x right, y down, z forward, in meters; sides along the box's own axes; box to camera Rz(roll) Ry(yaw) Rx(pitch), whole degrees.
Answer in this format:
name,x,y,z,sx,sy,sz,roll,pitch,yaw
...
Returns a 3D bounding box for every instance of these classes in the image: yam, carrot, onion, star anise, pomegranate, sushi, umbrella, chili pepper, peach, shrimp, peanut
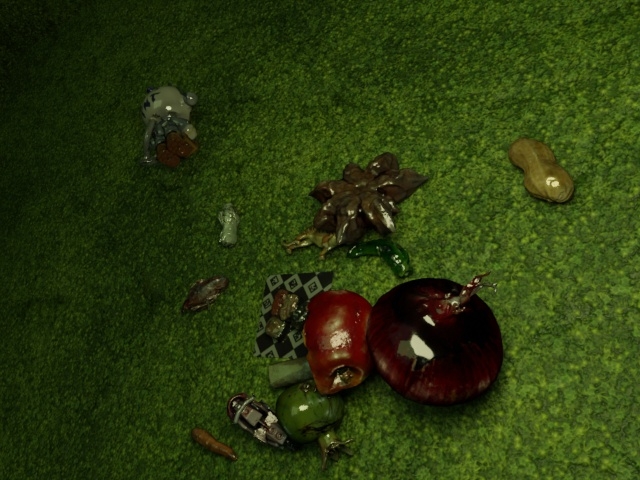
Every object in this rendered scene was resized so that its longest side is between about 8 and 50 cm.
name,x,y,z,sx,sy,sz,roll,pitch,yaw
yam,-0.047,0.311,1.266,0.170,0.068,0.068,-18,59,25
carrot,-0.271,0.518,1.342,0.165,0.036,0.035,16,78,36
onion,0.226,0.171,1.020,0.273,0.285,0.273,6,45,-6
star anise,0.116,-0.102,1.299,0.316,0.108,0.315,-17,37,13
pomegranate,-0.009,0.397,1.152,0.152,0.131,0.191,-19,67,-19
sushi,-0.085,0.186,1.364,0.220,0.047,0.231,-6,65,32
umbrella,-0.277,-0.048,1.598,0.062,0.067,0.143,132,137,-63
chili pepper,0.148,0.032,1.279,0.182,0.050,0.073,21,90,41
peach,0.053,0.189,1.171,0.154,0.158,0.267,-10,26,12
shrimp,-0.347,0.162,1.540,0.190,0.073,0.074,-41,47,5
peanut,0.468,-0.152,1.133,0.089,0.089,0.192,-31,50,18

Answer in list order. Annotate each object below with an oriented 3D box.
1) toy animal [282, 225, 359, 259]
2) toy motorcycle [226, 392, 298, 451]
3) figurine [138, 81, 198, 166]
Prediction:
name,x,y,z,sx,sy,sz,roll,pitch,yaw
toy animal,0.000,0.000,1.381,0.241,0.056,0.099,3,34,41
toy motorcycle,-0.143,0.423,1.245,0.213,0.122,0.082,20,67,37
figurine,-0.525,-0.412,1.866,0.261,0.186,0.381,-33,49,10
